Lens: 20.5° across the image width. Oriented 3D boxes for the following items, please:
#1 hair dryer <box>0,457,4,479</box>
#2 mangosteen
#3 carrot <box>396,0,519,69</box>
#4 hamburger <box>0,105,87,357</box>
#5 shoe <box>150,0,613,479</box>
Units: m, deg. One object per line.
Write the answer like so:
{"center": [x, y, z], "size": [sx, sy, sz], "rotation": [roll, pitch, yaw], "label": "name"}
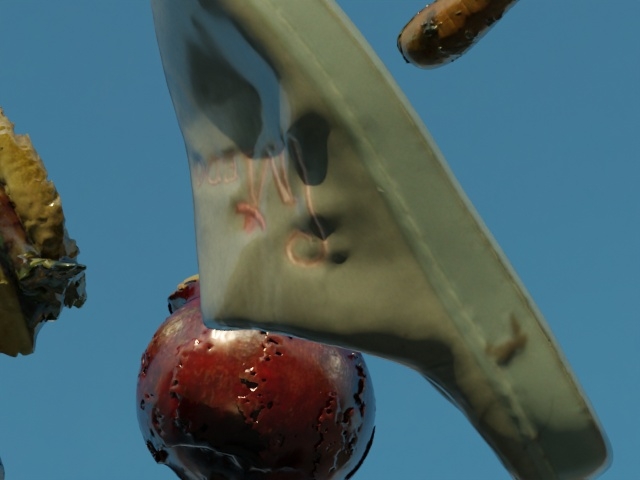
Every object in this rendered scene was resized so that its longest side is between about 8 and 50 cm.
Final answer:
{"center": [-0.279, 0.176, 1.047], "size": [0.124, 0.071, 0.219], "rotation": [38, -66, 19], "label": "hair dryer"}
{"center": [-0.039, 0.091, 1.183], "size": [0.166, 0.180, 0.166], "rotation": [9, -39, 7], "label": "mangosteen"}
{"center": [0.156, -0.204, 1.321], "size": [0.254, 0.049, 0.049], "rotation": [-35, -65, 27], "label": "carrot"}
{"center": [-0.294, -0.044, 1.330], "size": [0.132, 0.309, 0.211], "rotation": [-31, -55, -17], "label": "hamburger"}
{"center": [0.000, 0.000, 0.477], "size": [0.078, 0.079, 0.195], "rotation": [-39, -84, -3], "label": "shoe"}
